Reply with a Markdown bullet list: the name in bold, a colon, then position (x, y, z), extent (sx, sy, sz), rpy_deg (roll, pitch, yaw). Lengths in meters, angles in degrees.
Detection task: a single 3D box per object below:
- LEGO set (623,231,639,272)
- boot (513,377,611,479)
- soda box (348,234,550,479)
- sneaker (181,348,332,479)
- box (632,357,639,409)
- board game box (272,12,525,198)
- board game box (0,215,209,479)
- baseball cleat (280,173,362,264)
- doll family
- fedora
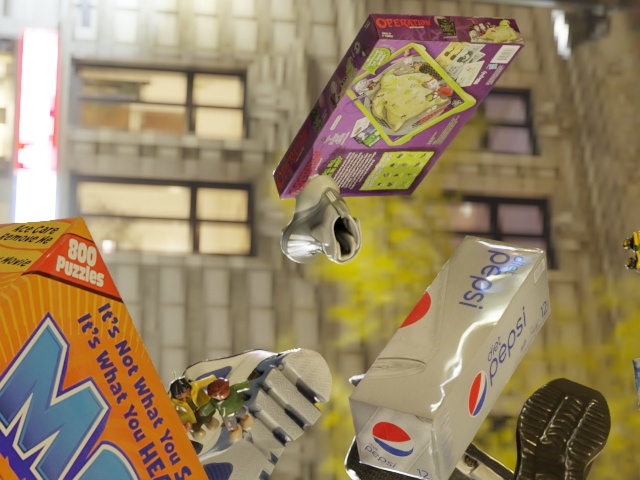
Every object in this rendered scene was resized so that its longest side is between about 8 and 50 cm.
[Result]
- **LEGO set**: position (0.598, 0.042, 2.097), extent (0.192, 0.331, 0.255), rpy_deg (-46, -158, 40)
- **boot**: position (0.184, 0.220, 1.310), extent (0.198, 0.077, 0.137), rpy_deg (-53, 158, -52)
- **soda box**: position (0.138, 0.115, 1.593), extent (0.286, 0.098, 0.091), rpy_deg (-50, 141, -42)
- **sneaker**: position (-0.136, 0.259, 2.036), extent (0.315, 0.127, 0.182), rpy_deg (-48, -152, -17)
- **box**: position (0.574, 0.272, 2.518), extent (0.109, 0.042, 0.178), rpy_deg (-17, -107, 36)
- **board game box**: position (0.093, -0.165, 1.995), extent (0.347, 0.208, 0.056), rpy_deg (-54, -131, 50)
- **board game box**: position (-0.333, 0.234, 1.162), extent (0.356, 0.356, 0.356), rpy_deg (-51, 128, -46)
- **baseball cleat**: position (0.000, 0.000, 1.976), extent (0.109, 0.072, 0.206), rpy_deg (57, -16, 21)
- **doll family**: position (-0.167, 0.207, 1.732), extent (0.076, 0.193, 0.111), rpy_deg (40, -16, 37)
- **fedora**: position (0.150, 0.339, 2.286), extent (0.152, 0.334, 0.334), rpy_deg (-54, -168, -3)
